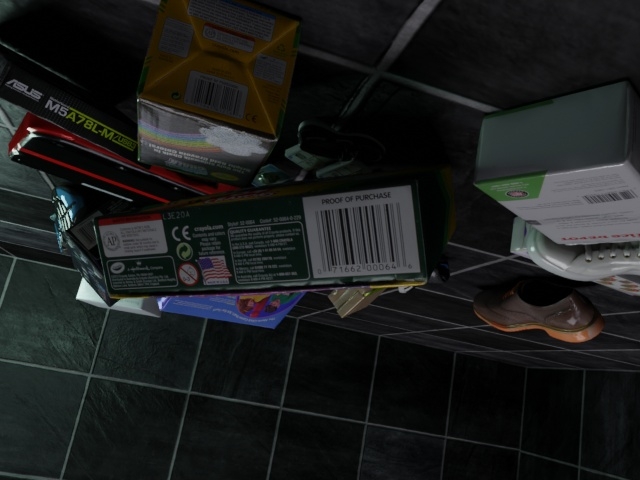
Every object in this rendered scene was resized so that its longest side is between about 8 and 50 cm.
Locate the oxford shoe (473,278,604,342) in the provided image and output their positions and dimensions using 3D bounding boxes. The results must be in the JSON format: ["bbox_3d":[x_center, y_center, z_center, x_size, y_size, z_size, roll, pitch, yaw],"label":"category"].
[{"bbox_3d":[0.505,0.144,1.322,0.133,0.130,0.363,53,157,-18],"label":"oxford shoe"}]

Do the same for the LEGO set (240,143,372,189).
[{"bbox_3d":[-0.021,-0.101,0.883,0.244,0.060,0.182,-16,147,43],"label":"LEGO set"}]

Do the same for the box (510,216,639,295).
[{"bbox_3d":[0.475,0.029,0.942,0.323,0.067,0.063,16,164,-24],"label":"box"}]

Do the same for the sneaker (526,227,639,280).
[{"bbox_3d":[0.461,-0.004,0.791,0.289,0.106,0.123,3,156,-1],"label":"sneaker"}]

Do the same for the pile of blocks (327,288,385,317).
[{"bbox_3d":[0.111,0.030,1.131,0.148,0.113,0.362,-27,161,-30],"label":"pile of blocks"}]

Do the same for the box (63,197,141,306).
[{"bbox_3d":[-0.480,0.028,1.269,0.143,0.165,0.270,48,152,2],"label":"box"}]

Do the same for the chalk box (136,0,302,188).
[{"bbox_3d":[-0.117,-0.146,0.578,0.132,0.132,0.213,14,166,-16],"label":"chalk box"}]

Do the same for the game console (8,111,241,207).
[{"bbox_3d":[-0.350,-0.125,0.993,0.386,0.060,0.342,21,167,-33],"label":"game console"}]

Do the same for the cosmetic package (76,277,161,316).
[{"bbox_3d":[-0.597,0.104,1.671,0.223,0.225,0.138,7,165,12],"label":"cosmetic package"}]

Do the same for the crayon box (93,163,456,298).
[{"bbox_3d":[-0.028,-0.022,0.680,0.362,0.106,0.313,-5,-170,19],"label":"crayon box"}]

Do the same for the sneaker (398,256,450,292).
[{"bbox_3d":[0.248,0.085,1.283,0.121,0.079,0.217,8,164,17],"label":"sneaker"}]

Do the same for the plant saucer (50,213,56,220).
[{"bbox_3d":[-0.708,-0.059,1.538,0.119,0.021,0.119,9,165,3],"label":"plant saucer"}]

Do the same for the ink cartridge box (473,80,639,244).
[{"bbox_3d":[0.307,-0.073,0.620,0.219,0.093,0.160,23,161,-40],"label":"ink cartridge box"}]

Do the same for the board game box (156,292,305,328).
[{"bbox_3d":[-0.188,0.091,1.301,0.347,0.078,0.233,19,120,-43],"label":"board game box"}]

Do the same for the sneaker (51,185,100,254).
[{"bbox_3d":[-0.579,-0.060,1.327,0.139,0.125,0.340,-13,174,-27],"label":"sneaker"}]

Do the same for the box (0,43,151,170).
[{"bbox_3d":[-0.308,-0.167,0.649,0.184,0.045,0.190,24,-172,-45],"label":"box"}]

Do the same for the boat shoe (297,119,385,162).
[{"bbox_3d":[0.029,-0.124,0.720,0.125,0.038,0.046,16,146,-19],"label":"boat shoe"}]
